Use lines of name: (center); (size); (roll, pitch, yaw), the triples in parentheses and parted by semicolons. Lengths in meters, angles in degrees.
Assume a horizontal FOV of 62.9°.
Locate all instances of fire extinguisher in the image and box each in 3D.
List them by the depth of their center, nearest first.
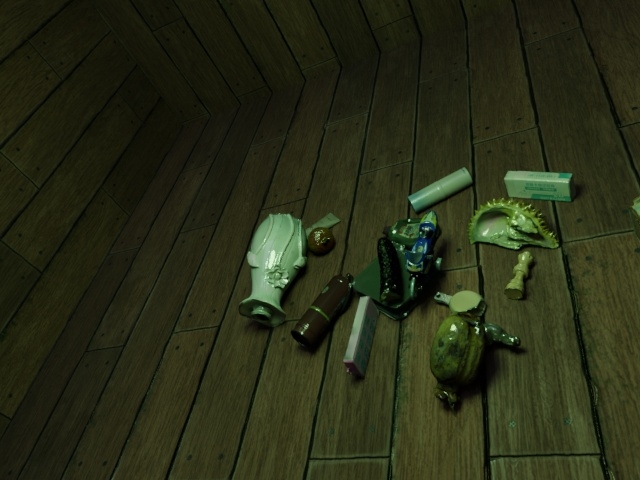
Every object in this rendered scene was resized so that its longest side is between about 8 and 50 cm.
fire extinguisher: (0.025, 0.237, 1.907); (0.341, 0.105, 0.141); (-49, 9, -29)

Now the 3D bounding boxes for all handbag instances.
handbag: (0.272, 0.134, 1.858); (0.260, 0.079, 0.247); (-44, 40, -18)

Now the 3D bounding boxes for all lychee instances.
lychee: (0.000, 0.000, 2.173); (0.114, 0.114, 0.146); (-48, 17, -18)

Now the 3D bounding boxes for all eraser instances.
eraser: (0.769, -0.192, 1.835); (0.225, 0.096, 0.052); (10, 54, 42)

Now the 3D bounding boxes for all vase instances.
vase: (-0.189, 0.118, 2.096); (0.249, 0.250, 0.446); (-11, 48, 27)

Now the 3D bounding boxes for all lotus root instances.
lotus root: (0.382, 0.339, 1.486); (0.154, 0.154, 0.278); (14, 93, 44)

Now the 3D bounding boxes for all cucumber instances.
cucumber: (0.236, 0.089, 1.810); (0.081, 0.072, 0.304); (-16, 39, 18)

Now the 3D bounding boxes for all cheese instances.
cheese: (0.442, 0.205, 1.682); (0.171, 0.048, 0.092); (-5, 44, 32)

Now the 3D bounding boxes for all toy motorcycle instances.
toy motorcycle: (0.339, 0.041, 1.737); (0.113, 0.169, 0.316); (7, 50, 23)

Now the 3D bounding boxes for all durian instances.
durian: (0.641, -0.055, 1.746); (0.306, 0.172, 0.167); (13, 81, 34)

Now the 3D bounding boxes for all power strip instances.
power strip: (0.138, 0.316, 1.730); (0.037, 0.109, 0.279); (-6, 45, 29)

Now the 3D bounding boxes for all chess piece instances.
chess piece: (0.632, 0.103, 1.652); (0.060, 0.060, 0.172); (3, 48, 38)

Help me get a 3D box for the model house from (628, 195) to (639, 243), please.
model house: (1.001, -0.036, 1.462); (0.244, 0.169, 0.326); (5, 49, 48)

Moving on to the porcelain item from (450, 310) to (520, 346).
porcelain item: (0.487, 0.276, 1.548); (0.215, 0.081, 0.069); (13, 39, 42)

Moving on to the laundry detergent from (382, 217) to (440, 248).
laundry detergent: (0.336, -0.034, 1.998); (0.221, 0.078, 0.144); (13, 54, 46)

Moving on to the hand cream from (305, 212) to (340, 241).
hand cream: (-0.008, -0.055, 2.292); (0.186, 0.054, 0.087); (-34, 40, -12)

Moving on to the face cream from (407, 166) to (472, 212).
face cream: (0.472, -0.198, 2.071); (0.250, 0.077, 0.077); (-27, 38, 6)
